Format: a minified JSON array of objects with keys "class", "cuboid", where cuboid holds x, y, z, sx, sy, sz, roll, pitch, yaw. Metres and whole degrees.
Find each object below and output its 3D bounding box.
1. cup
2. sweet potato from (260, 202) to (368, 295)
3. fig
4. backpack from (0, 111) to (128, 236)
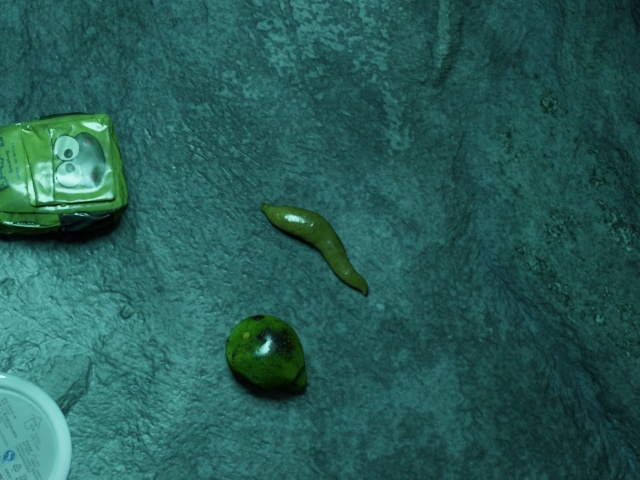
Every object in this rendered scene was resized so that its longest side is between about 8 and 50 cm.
[{"class":"cup","cuboid":[-0.475,0.311,1.425,0.253,0.371,0.253,9,69,-25]},{"class":"sweet potato","cuboid":[0.003,0.000,1.907,0.249,0.059,0.069,40,80,-6]},{"class":"fig","cuboid":[-0.081,0.200,1.775,0.156,0.123,0.123,52,52,-41]},{"class":"backpack","cuboid":[-0.450,-0.104,1.731,0.253,0.140,0.207,-7,72,-17]}]
